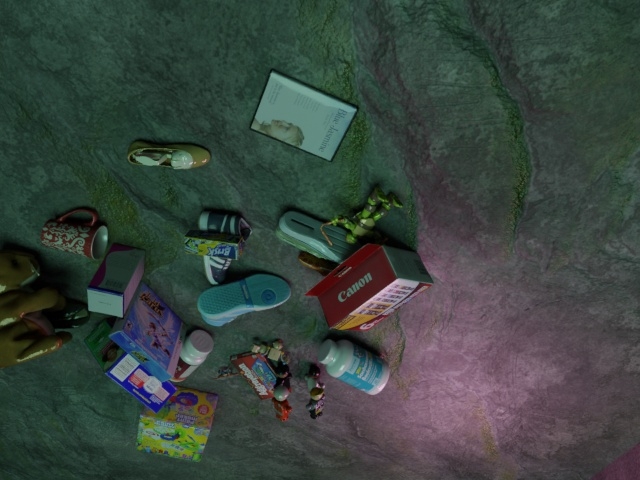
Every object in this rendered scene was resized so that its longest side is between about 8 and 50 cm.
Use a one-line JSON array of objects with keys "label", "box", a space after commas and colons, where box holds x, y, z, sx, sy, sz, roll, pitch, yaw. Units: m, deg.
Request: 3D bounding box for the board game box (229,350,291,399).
[{"label": "board game box", "box": [-0.243, 0.555, 2.083, 0.145, 0.027, 0.281, -16, 125, 17]}]

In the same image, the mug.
[{"label": "mug", "box": [-0.784, -0.026, 1.627, 0.169, 0.150, 0.113, 11, 165, 0]}]

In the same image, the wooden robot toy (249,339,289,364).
[{"label": "wooden robot toy", "box": [-0.182, 0.415, 1.960, 0.173, 0.076, 0.079, 24, 90, -15]}]

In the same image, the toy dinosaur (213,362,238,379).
[{"label": "toy dinosaur", "box": [-0.377, 0.547, 2.062, 0.082, 0.090, 0.047, 14, 153, 33]}]

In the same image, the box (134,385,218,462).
[{"label": "box", "box": [-0.623, 0.788, 2.194, 0.289, 0.177, 0.279, 16, 128, -8]}]

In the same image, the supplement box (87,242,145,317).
[{"label": "supplement box", "box": [-0.659, 0.126, 1.647, 0.111, 0.220, 0.114, 14, 129, -6]}]

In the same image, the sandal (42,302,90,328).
[{"label": "sandal", "box": [-1.009, 0.272, 1.862, 0.302, 0.086, 0.120, 8, 92, -17]}]

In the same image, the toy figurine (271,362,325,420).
[{"label": "toy figurine", "box": [-0.085, 0.586, 1.987, 0.209, 0.213, 0.148, -1, 112, 0]}]

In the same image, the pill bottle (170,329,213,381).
[{"label": "pill bottle", "box": [-0.512, 0.442, 1.950, 0.121, 0.121, 0.221, 33, 123, -21]}]

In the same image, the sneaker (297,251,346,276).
[{"label": "sneaker", "box": [0.003, 0.091, 1.681, 0.175, 0.064, 0.067, 22, 136, -10]}]

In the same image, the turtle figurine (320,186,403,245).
[{"label": "turtle figurine", "box": [0.148, -0.055, 1.541, 0.269, 0.087, 0.217, 25, 121, -29]}]

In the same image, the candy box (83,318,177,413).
[{"label": "candy box", "box": [-0.703, 0.457, 1.864, 0.317, 0.122, 0.268, 17, 148, 50]}]

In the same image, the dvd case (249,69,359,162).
[{"label": "dvd case", "box": [-0.048, -0.331, 1.375, 0.253, 0.022, 0.180, 20, 126, -12]}]

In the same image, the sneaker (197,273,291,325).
[{"label": "sneaker", "box": [-0.273, 0.211, 1.771, 0.319, 0.127, 0.208, -6, 161, -18]}]

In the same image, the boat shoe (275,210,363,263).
[{"label": "boat shoe", "box": [0.000, 0.000, 1.599, 0.302, 0.109, 0.094, 28, 149, -13]}]

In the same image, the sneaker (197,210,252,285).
[{"label": "sneaker", "box": [-0.295, 0.034, 1.630, 0.153, 0.099, 0.282, 1, 125, 5]}]

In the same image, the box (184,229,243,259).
[{"label": "box", "box": [-0.322, 0.012, 1.532, 0.168, 0.054, 0.059, 8, 119, 7]}]

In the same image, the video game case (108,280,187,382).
[{"label": "video game case", "box": [-0.592, 0.318, 1.777, 0.061, 0.244, 0.269, -24, 123, 15]}]

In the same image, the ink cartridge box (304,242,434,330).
[{"label": "ink cartridge box", "box": [0.150, 0.157, 1.609, 0.271, 0.130, 0.309, 12, 136, -45]}]

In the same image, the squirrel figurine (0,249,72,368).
[{"label": "squirrel figurine", "box": [-1.064, 0.230, 1.668, 0.396, 0.281, 0.371, -20, 92, -12]}]

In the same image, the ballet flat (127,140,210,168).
[{"label": "ballet flat", "box": [-0.434, -0.232, 1.443, 0.232, 0.073, 0.080, 4, 129, 0]}]

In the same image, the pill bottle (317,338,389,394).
[{"label": "pill bottle", "box": [0.121, 0.469, 1.917, 0.264, 0.146, 0.146, 30, 124, -20]}]
